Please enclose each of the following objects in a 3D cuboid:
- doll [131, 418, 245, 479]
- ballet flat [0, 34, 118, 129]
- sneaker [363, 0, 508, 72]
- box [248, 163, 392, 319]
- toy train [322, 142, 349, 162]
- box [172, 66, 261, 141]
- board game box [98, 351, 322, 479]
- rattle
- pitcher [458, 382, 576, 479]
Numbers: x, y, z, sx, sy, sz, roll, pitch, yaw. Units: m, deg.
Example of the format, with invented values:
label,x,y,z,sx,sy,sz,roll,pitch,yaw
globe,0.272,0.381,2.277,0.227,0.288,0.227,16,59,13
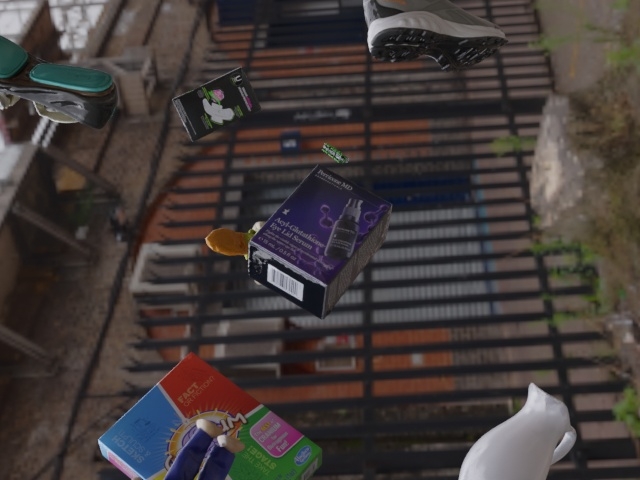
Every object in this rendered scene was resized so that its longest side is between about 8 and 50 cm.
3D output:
label,x,y,z,sx,sy,sz,roll,pitch,yaw
doll,-0.158,0.294,1.086,0.129,0.046,0.189,43,-119,-31
ballet flat,-0.436,-0.230,1.451,0.095,0.280,0.096,-61,-11,-48
sneaker,0.168,-0.309,1.391,0.271,0.100,0.108,2,-114,-43
box,0.000,0.000,1.617,0.207,0.153,0.108,-52,-18,-31
toy train,0.028,-0.159,1.801,0.083,0.023,0.017,43,114,57
box,-0.112,-0.150,1.073,0.062,0.083,0.052,-117,2,-80
board game box,-0.193,0.374,1.727,0.242,0.316,0.064,-44,-26,-30
rattle,-0.162,0.036,1.946,0.199,0.142,0.130,162,90,-72
pitcher,0.332,0.360,1.603,0.125,0.207,0.178,31,168,49
